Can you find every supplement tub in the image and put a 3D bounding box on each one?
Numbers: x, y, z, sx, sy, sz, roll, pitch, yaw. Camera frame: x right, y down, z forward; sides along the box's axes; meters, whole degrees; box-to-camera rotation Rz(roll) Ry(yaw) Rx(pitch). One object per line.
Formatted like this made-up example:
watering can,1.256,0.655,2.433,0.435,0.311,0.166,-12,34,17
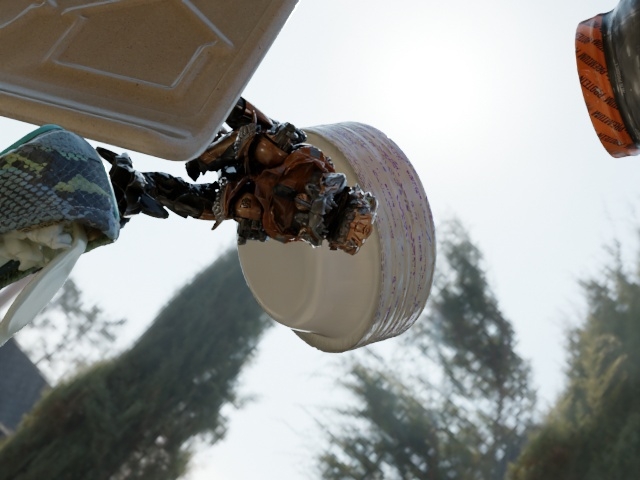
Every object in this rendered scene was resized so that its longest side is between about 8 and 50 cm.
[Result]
supplement tub,0.256,-0.115,0.612,0.190,0.117,0.117,-13,-56,30

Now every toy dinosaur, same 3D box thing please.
toy dinosaur,-0.081,-0.062,0.954,0.218,0.164,0.322,17,-11,-34

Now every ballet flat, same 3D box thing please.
ballet flat,-0.161,0.028,0.411,0.070,0.188,0.070,53,-2,3

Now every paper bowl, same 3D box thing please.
paper bowl,0.000,0.000,1.287,0.284,0.148,0.284,25,-59,50

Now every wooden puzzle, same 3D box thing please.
wooden puzzle,-0.165,-0.194,0.810,0.322,0.348,0.081,16,-38,18
